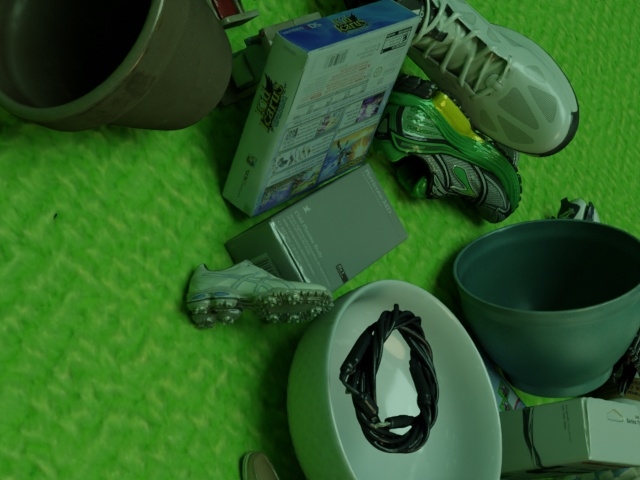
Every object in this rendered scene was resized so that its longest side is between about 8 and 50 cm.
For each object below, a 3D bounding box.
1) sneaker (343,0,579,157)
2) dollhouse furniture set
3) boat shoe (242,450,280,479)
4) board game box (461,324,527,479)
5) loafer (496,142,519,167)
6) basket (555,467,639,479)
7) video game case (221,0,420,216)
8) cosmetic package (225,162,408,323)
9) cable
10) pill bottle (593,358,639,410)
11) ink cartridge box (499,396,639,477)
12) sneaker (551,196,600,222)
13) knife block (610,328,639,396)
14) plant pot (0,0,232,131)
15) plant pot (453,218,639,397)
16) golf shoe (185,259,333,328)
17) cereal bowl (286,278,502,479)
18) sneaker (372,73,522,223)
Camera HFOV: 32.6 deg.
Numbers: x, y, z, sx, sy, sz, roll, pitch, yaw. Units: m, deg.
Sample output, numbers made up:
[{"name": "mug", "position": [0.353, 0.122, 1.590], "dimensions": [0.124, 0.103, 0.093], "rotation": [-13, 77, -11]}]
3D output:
[{"name": "sneaker", "position": [0.179, -0.282, 1.636], "dimensions": [0.447, 0.169, 0.257], "rotation": [46, 25, 13]}, {"name": "dollhouse furniture set", "position": [-0.095, -0.293, 1.458], "dimensions": [0.129, 0.129, 0.183], "rotation": [-30, 96, -50]}, {"name": "boat shoe", "position": [-0.050, 0.310, 1.293], "dimensions": [0.050, 0.045, 0.135], "rotation": [-20, 88, -50]}, {"name": "board game box", "position": [0.231, 0.251, 1.637], "dimensions": [0.211, 0.039, 0.160], "rotation": [51, 43, -20]}, {"name": "loafer", "position": [0.333, -0.170, 1.945], "dimensions": [0.039, 0.045, 0.125], "rotation": [20, 55, -49]}, {"name": "basket", "position": [0.501, 0.458, 1.675], "dimensions": [0.201, 0.255, 0.288], "rotation": [-2, 63, -51]}, {"name": "video game case", "position": [0.002, -0.179, 1.440], "dimensions": [0.061, 0.244, 0.269], "rotation": [34, 35, 20]}, {"name": "cosmetic package", "position": [0.000, 0.000, 1.450], "dimensions": [0.238, 0.107, 0.127], "rotation": [-35, 97, -46]}, {"name": "cable", "position": [0.096, 0.162, 1.306], "dimensions": [0.150, 0.047, 0.184], "rotation": [53, 41, -16]}, {"name": "pill bottle", "position": [0.530, 0.299, 1.875], "dimensions": [0.131, 0.131, 0.229], "rotation": [49, 43, -21]}, {"name": "ink cartridge box", "position": [0.325, 0.282, 1.535], "dimensions": [0.153, 0.208, 0.086], "rotation": [15, 65, -42]}, {"name": "sneaker", "position": [0.445, -0.001, 1.950], "dimensions": [0.235, 0.094, 0.153], "rotation": [-12, 80, -50]}, {"name": "knife block", "position": [0.509, 0.146, 1.906], "dimensions": [0.088, 0.242, 0.275], "rotation": [59, 8, -28]}, {"name": "plant pot", "position": [-0.216, -0.226, 1.230], "dimensions": [0.229, 0.263, 0.263], "rotation": [26, 53, -59]}, {"name": "plant pot", "position": [0.360, 0.117, 1.688], "dimensions": [0.293, 0.293, 0.196], "rotation": [-44, 132, -48]}, {"name": "golf shoe", "position": [-0.073, 0.054, 1.316], "dimensions": [0.176, 0.069, 0.086], "rotation": [0, 52, -5]}, {"name": "cereal bowl", "position": [0.078, 0.228, 1.400], "dimensions": [0.339, 0.141, 0.338], "rotation": [22, 58, -40]}, {"name": "sneaker", "position": [0.192, -0.117, 1.726], "dimensions": [0.343, 0.134, 0.146], "rotation": [37, 85, -40]}]
